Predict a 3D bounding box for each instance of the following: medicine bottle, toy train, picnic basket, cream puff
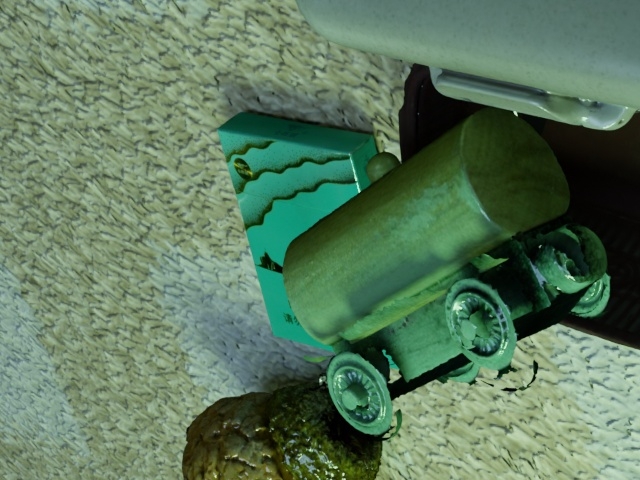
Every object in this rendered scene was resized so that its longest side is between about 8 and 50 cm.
[{"bbox_3d":[0.152,-0.224,1.279,0.375,0.123,0.282,16,98,36],"label":"medicine bottle"},{"bbox_3d":[0.076,0.028,1.410,0.189,0.126,0.307,55,143,-1],"label":"toy train"},{"bbox_3d":[0.209,-0.049,1.421,0.297,0.129,0.223,19,131,36],"label":"picnic basket"},{"bbox_3d":[-0.020,0.200,1.855,0.183,0.183,0.169,50,121,3],"label":"cream puff"}]

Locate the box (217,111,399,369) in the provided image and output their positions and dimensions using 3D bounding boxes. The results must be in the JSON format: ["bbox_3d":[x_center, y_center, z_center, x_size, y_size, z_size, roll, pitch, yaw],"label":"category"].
[{"bbox_3d":[0.000,0.000,1.747,0.161,0.042,0.226,12,128,38],"label":"box"}]
